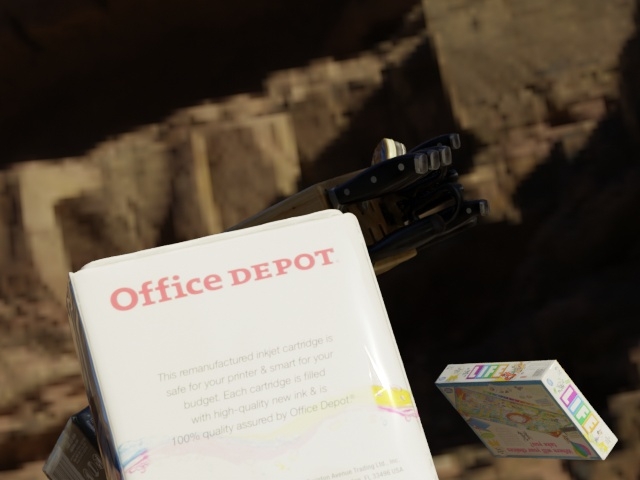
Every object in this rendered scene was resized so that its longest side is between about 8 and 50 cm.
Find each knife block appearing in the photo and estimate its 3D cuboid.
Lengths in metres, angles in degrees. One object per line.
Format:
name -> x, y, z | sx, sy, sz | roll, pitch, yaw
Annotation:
knife block -> 0.000, 0.000, 1.675 | 0.275, 0.088, 0.242 | -23, -4, -7

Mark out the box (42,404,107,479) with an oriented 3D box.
box -> -0.132, 0.193, 2.049 | 0.270, 0.143, 0.165 | -34, -10, -32

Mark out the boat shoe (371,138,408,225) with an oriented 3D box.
boat shoe -> 0.070, -0.037, 1.827 | 0.049, 0.056, 0.152 | 1, -39, -6

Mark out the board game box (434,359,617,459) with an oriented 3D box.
board game box -> 0.188, 0.157, 1.814 | 0.103, 0.026, 0.154 | 51, -30, -20

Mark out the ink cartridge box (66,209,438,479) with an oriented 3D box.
ink cartridge box -> -0.045, 0.156, 1.452 | 0.226, 0.306, 0.131 | -11, -20, -14
